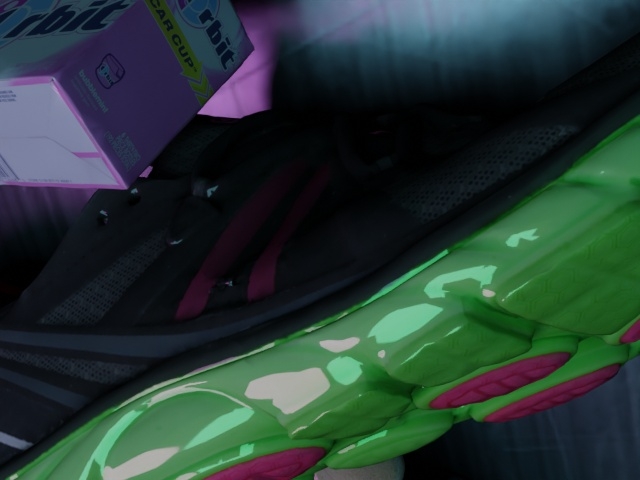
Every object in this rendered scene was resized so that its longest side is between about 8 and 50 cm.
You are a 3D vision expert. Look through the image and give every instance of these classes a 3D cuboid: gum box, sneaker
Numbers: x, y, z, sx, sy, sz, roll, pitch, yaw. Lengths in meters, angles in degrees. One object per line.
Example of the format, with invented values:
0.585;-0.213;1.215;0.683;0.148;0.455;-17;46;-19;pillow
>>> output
-0.142;-0.084;0.472;0.188;0.107;0.062;4;136;37;gum box
0.000;0.000;0.427;0.483;0.185;0.202;-26;64;15;sneaker

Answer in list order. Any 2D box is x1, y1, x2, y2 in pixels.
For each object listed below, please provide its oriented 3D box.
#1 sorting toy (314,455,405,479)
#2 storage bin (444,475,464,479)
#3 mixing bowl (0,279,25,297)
-0.033;0.177;0.558;0.307;0.041;0.229;42;128;30;sorting toy
0.058;0.213;0.571;0.098;0.091;0.135;46;130;28;storage bin
-0.208;0.087;0.603;0.181;0.181;0.098;34;89;4;mixing bowl
